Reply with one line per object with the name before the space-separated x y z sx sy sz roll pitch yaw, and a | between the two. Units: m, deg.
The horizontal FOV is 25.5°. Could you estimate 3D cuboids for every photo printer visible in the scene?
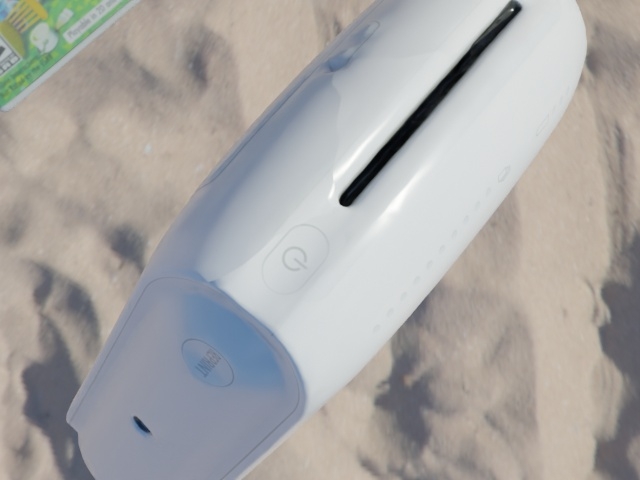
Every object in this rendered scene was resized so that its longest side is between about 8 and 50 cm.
photo printer | 0.000 0.000 0.707 0.107 0.256 0.307 40 151 1

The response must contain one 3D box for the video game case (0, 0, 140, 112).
video game case | -0.120 -0.190 0.626 0.212 0.023 0.193 -40 129 -4
